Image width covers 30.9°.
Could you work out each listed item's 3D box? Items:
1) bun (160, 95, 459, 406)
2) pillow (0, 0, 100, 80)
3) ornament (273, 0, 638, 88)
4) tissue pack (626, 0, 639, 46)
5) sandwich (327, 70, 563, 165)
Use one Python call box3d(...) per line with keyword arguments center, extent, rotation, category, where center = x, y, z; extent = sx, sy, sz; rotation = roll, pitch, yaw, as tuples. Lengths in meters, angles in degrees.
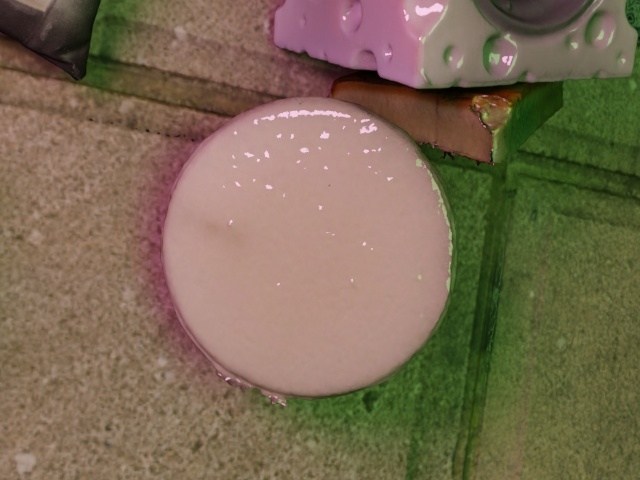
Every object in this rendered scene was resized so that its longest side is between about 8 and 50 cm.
box3d(center=(0.000, 0.000, 1.037), extent=(0.263, 0.175, 0.263), rotation=(2, 99, 10), category="bun")
box3d(center=(-0.261, -0.254, 0.892), extent=(0.250, 0.106, 0.186), rotation=(23, 93, -29), category="pillow")
box3d(center=(0.121, -0.273, 1.011), extent=(0.239, 0.240, 0.240), rotation=(-7, 109, -30), category="ornament")
box3d(center=(0.293, -0.329, 1.241), extent=(0.173, 0.073, 0.235), rotation=(-4, 94, -31), category="tissue pack")
box3d(center=(0.155, -0.133, 1.070), extent=(0.212, 0.245, 0.063), rotation=(-15, 111, -31), category="sandwich")
